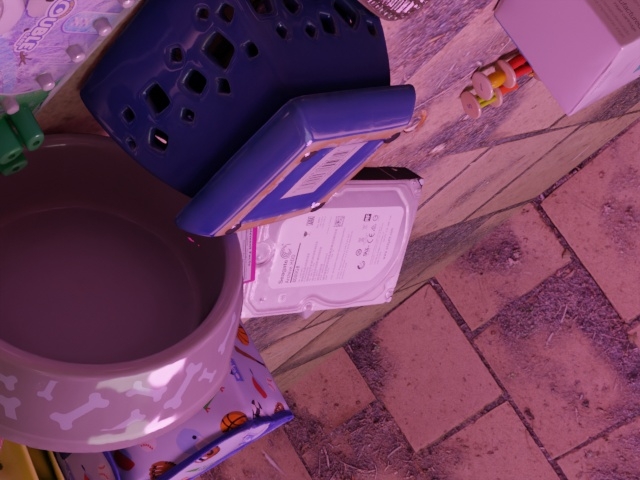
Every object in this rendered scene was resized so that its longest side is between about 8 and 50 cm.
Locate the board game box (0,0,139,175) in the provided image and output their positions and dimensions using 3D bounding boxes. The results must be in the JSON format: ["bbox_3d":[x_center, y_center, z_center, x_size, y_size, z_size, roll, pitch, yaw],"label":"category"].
[{"bbox_3d":[-0.279,-0.167,0.801,0.390,0.050,0.390,-39,166,28],"label":"board game box"}]

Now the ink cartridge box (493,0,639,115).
[{"bbox_3d":[0.431,-0.350,1.489,0.270,0.198,0.197,-29,167,-18],"label":"ink cartridge box"}]

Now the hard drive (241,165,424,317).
[{"bbox_3d":[0.000,0.000,1.677,0.339,0.064,0.237,-2,116,-37],"label":"hard drive"}]

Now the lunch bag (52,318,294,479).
[{"bbox_3d":[-0.302,0.263,1.761,0.385,0.328,0.239,-32,165,14],"label":"lunch bag"}]

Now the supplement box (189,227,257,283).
[{"bbox_3d":[-0.196,0.015,1.473,0.111,0.114,0.220,11,-167,32],"label":"supplement box"}]

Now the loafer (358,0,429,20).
[{"bbox_3d":[0.021,-0.293,0.970,0.102,0.092,0.268,-37,151,13],"label":"loafer"}]

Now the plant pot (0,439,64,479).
[{"bbox_3d":[-0.582,0.381,1.797,0.207,0.228,0.227,-25,167,-8],"label":"plant pot"}]

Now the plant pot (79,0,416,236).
[{"bbox_3d":[-0.058,-0.145,1.055,0.236,0.212,0.236,-41,164,36],"label":"plant pot"}]

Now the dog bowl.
[{"bbox_3d":[-0.236,0.033,1.052,0.348,0.349,0.102,-24,152,-34],"label":"dog bowl"}]

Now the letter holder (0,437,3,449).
[{"bbox_3d":[-0.568,0.366,1.557,0.214,0.152,0.302,-3,111,-76],"label":"letter holder"}]

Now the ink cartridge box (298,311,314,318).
[{"bbox_3d":[0.010,0.004,1.924,0.226,0.131,0.306,-41,167,-10],"label":"ink cartridge box"}]

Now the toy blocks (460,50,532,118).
[{"bbox_3d":[0.328,-0.282,1.835,0.148,0.054,0.123,-29,166,-18],"label":"toy blocks"}]

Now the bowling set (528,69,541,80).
[{"bbox_3d":[0.504,-0.314,1.745,0.287,0.200,0.154,-26,140,-16],"label":"bowling set"}]
